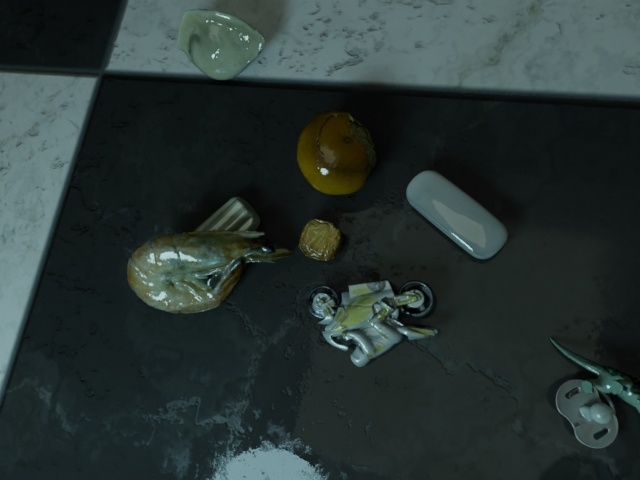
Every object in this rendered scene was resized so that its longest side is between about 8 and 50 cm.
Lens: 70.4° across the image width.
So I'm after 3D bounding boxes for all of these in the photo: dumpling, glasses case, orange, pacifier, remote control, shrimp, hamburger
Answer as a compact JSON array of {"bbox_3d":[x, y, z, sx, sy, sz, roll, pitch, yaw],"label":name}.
[{"bbox_3d":[-0.218,-0.420,0.953,0.181,0.155,0.111,-30,47,18],"label":"dumpling"},{"bbox_3d":[0.234,-0.047,0.790,0.193,0.049,0.074,43,92,19],"label":"glasses case"},{"bbox_3d":[0.028,-0.159,0.841,0.157,0.134,0.156,6,76,-25],"label":"orange"},{"bbox_3d":[0.400,0.249,0.662,0.082,0.078,0.099,-28,70,-7],"label":"pacifier"},{"bbox_3d":[-0.225,0.010,0.913,0.230,0.049,0.090,-43,73,5],"label":"remote control"},{"bbox_3d":[-0.206,0.059,0.864,0.318,0.077,0.168,-5,116,-1],"label":"shrimp"},{"bbox_3d":[0.000,0.000,0.852,0.083,0.044,0.076,25,84,18],"label":"hamburger"}]

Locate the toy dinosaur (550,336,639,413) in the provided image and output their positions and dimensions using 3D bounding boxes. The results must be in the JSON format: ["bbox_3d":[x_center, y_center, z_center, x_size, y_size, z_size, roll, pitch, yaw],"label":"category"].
[{"bbox_3d":[0.433,0.206,0.660,0.106,0.187,0.044,11,107,-15],"label":"toy dinosaur"}]

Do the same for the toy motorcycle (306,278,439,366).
[{"bbox_3d":[0.086,0.140,0.782,0.229,0.074,0.151,-4,80,14],"label":"toy motorcycle"}]
